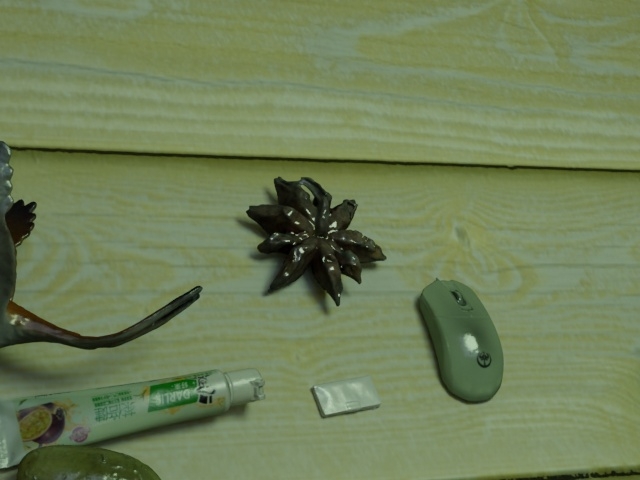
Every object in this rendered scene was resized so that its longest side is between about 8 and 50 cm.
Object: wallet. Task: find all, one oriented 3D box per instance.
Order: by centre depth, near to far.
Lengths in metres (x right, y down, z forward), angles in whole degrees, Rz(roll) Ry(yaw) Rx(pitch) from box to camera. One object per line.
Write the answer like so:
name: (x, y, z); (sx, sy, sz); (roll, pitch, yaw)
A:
wallet: (0.033, 0.189, 1.616); (0.083, 0.011, 0.044); (-6, 60, -28)

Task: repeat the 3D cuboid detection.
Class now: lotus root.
lotus root: (-0.230, 0.264, 1.399); (0.183, 0.077, 0.090); (15, 53, -13)

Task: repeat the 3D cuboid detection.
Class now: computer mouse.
computer mouse: (0.186, 0.117, 1.711); (0.089, 0.056, 0.181); (0, 56, -30)

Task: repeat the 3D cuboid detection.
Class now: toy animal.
toy animal: (-0.334, 0.086, 1.455); (0.284, 0.225, 0.302); (38, 71, 0)

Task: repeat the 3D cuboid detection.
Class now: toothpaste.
toothpaste: (-0.215, 0.188, 1.483); (0.314, 0.056, 0.058); (-9, 21, -25)

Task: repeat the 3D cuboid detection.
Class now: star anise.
star anise: (0.000, 0.000, 1.701); (0.195, 0.065, 0.182); (13, 54, -21)
